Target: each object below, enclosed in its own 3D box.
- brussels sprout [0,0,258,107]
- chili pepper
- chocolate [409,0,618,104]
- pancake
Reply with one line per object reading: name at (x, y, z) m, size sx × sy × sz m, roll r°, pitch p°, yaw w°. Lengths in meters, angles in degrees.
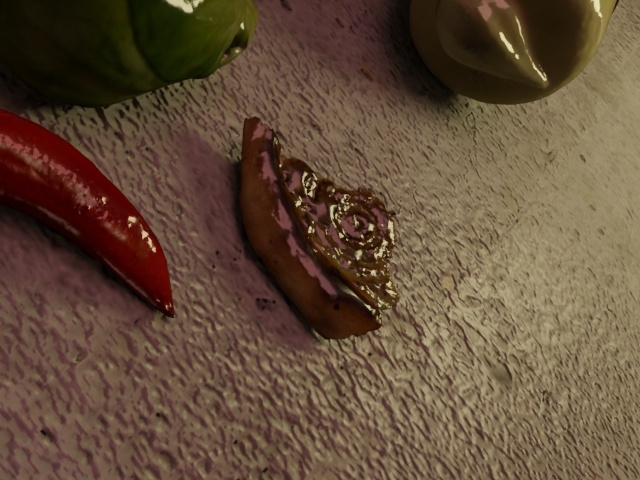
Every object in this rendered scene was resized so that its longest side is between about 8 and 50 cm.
brussels sprout at (-0.189, -0.246, 0.636) m, size 0.271 × 0.210 × 0.220 m, roll 4°, pitch 70°, yaw -53°
chili pepper at (-0.275, -0.045, 0.543) m, size 0.368 × 0.091 × 0.137 m, roll 19°, pitch 69°, yaw -26°
chocolate at (0.300, -0.355, 0.978) m, size 0.325 × 0.314 × 0.297 m, roll 8°, pitch 56°, yaw 7°
pancake at (0.000, 0.000, 0.745) m, size 0.257 × 0.056 × 0.213 m, roll 26°, pitch 55°, yaw -25°
